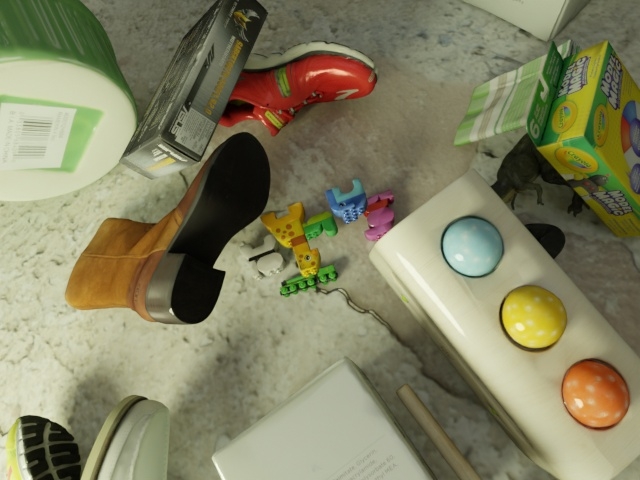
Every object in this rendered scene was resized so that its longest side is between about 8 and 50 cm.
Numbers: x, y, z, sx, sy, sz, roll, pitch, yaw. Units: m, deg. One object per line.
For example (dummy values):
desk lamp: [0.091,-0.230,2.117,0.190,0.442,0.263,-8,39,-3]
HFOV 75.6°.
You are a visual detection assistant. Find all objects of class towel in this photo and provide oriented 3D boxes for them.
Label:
towel: [0.248,-0.188,0.541,0.023,0.152,0.113,35,71,-23]

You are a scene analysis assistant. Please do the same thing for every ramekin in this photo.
ramekin: [-0.420,-0.193,0.584,0.303,0.303,0.148,-34,73,-4]

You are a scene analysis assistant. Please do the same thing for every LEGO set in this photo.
LEGO set: [0.000,0.000,0.532,0.227,0.087,0.093,-21,65,3]

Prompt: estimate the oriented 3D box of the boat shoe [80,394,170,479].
boat shoe: [-0.189,0.323,0.428,0.103,0.113,0.303,4,79,11]

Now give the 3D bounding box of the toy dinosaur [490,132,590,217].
toy dinosaur: [0.292,-0.105,0.517,0.118,0.064,0.268,33,89,-3]

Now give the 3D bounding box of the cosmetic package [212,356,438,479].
cosmetic package: [0.025,0.236,0.393,0.151,0.151,0.184,-35,67,-5]

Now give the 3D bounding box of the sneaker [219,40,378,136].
sneaker: [-0.047,-0.217,0.633,0.278,0.107,0.118,2,73,23]

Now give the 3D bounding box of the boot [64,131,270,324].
boot: [-0.212,-0.018,0.566,0.280,0.096,0.264,-1,68,39]

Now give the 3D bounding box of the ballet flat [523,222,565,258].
ballet flat: [0.220,0.024,0.506,0.173,0.049,0.058,-24,80,-6]

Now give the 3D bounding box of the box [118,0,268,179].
box: [-0.177,-0.203,0.560,0.183,0.056,0.231,-1,65,52]

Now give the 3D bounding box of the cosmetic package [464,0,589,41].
cosmetic package: [0.401,-0.526,0.637,0.385,0.156,0.217,-43,67,-9]

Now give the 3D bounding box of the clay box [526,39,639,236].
clay box: [0.319,-0.113,0.459,0.053,0.222,0.128,-5,57,58]

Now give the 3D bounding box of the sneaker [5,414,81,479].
sneaker: [-0.331,0.307,0.473,0.094,0.081,0.209,-32,66,-1]

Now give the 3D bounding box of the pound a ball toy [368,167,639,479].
pound a ball toy: [0.166,0.117,0.391,0.208,0.136,0.319,-36,81,-8]

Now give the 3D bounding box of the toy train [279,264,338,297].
toy train: [-0.017,0.053,0.551,0.083,0.017,0.024,-18,56,3]
